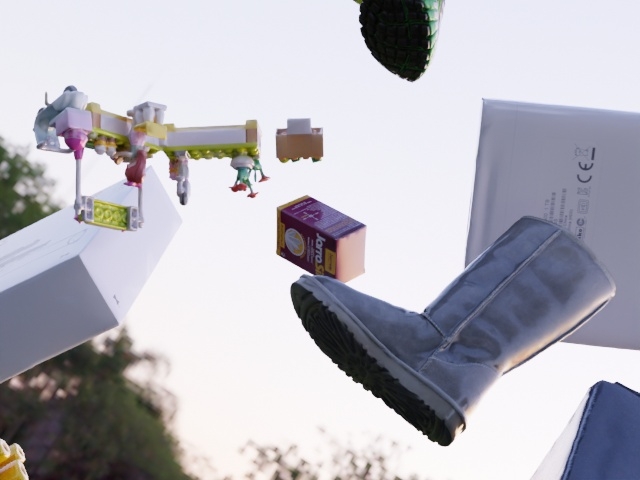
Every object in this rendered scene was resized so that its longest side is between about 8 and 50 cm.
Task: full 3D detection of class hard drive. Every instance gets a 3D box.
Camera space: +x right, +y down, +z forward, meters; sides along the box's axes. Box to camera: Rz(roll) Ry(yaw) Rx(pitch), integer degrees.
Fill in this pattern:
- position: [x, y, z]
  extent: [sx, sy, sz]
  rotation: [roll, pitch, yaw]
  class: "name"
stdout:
- position: [0.291, -0.007, 1.112]
  extent: [0.319, 0.210, 0.040]
  rotation: [6, 10, 3]
  class: "hard drive"

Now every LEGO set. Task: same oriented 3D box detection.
- position: [-0.135, -0.065, 1.185]
  extent: [0.287, 0.107, 0.132]
  rotation: [6, -13, -31]
  class: "LEGO set"

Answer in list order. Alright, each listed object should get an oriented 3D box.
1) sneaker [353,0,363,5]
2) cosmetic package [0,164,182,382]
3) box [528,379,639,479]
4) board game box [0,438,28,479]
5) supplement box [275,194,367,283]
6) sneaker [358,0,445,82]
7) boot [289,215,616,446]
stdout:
- position: [-0.004, -0.477, 1.864]
  extent: [0.145, 0.147, 0.384]
  rotation: [-9, -47, 37]
  class: "sneaker"
- position: [-0.331, 0.053, 1.459]
  extent: [0.377, 0.285, 0.097]
  rotation: [-79, 144, -73]
  class: "cosmetic package"
- position: [0.158, 0.438, 0.813]
  extent: [0.297, 0.480, 0.471]
  rotation: [27, -53, 8]
  class: "box"
- position: [-0.191, 0.263, 0.795]
  extent: [0.390, 0.050, 0.390]
  rotation: [55, -5, 19]
  class: "board game box"
- position: [0.000, 0.000, 1.181]
  extent: [0.083, 0.043, 0.055]
  rotation: [27, -52, 38]
  class: "supplement box"
- position: [0.157, -0.388, 1.854]
  extent: [0.134, 0.146, 0.343]
  rotation: [33, -46, 27]
  class: "sneaker"
- position: [0.106, 0.041, 0.995]
  extent: [0.190, 0.208, 0.076]
  rotation: [42, -24, 11]
  class: "boot"
